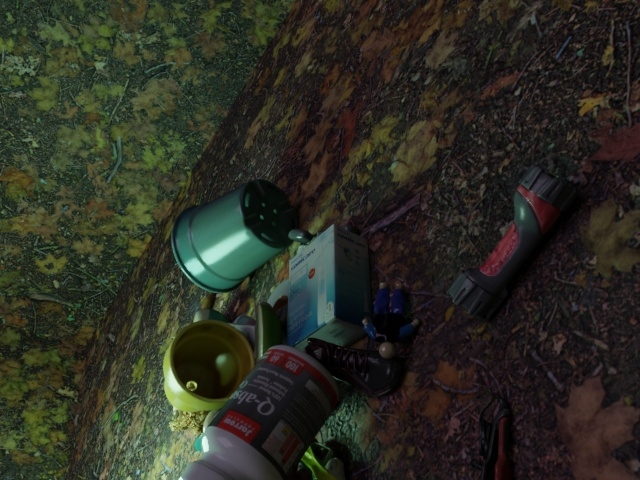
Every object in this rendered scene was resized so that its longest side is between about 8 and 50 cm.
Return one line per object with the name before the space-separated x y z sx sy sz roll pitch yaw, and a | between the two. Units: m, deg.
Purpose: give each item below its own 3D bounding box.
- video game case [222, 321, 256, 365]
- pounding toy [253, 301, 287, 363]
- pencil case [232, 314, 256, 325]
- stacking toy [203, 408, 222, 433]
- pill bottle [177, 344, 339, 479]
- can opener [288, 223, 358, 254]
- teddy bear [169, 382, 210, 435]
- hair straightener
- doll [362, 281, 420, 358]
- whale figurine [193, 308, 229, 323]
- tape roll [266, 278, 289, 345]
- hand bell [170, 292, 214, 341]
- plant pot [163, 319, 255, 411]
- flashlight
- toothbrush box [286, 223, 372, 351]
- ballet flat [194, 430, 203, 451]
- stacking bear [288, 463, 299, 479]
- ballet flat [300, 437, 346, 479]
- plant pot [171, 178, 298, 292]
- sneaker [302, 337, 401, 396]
video game case | -0.268 0.372 1.870 0.206 0.026 0.226 -2 90 39
pounding toy | -0.120 0.264 1.652 0.237 0.110 0.182 -171 83 -79
pencil case | -0.297 0.368 1.982 0.273 0.114 0.124 -50 44 27
stacking toy | -0.185 0.519 1.676 0.330 0.141 0.141 -24 49 43
pill bottle | -0.131 0.428 1.330 0.210 0.210 0.363 -23 22 52
can opener | 0.000 0.000 1.792 0.280 0.093 0.074 -9 60 52
teddy bear | -0.494 0.562 2.173 0.245 0.113 0.338 -56 29 21
hair straightener | 0.287 0.372 1.044 0.089 0.047 0.230 -28 45 48
doll | 0.161 0.182 1.363 0.046 0.129 0.189 80 -162 -48
whale figurine | -0.402 0.360 2.184 0.272 0.141 0.216 112 166 -57
tape roll | -0.095 0.228 1.786 0.219 0.072 0.219 -39 38 39
hand bell | -0.484 0.311 2.384 0.126 0.126 0.242 -21 40 53
plant pot | -0.353 0.397 1.781 0.239 0.254 0.253 -50 30 46
flashlight | 0.358 0.004 1.151 0.304 0.103 0.103 -56 31 16
toothbrush box | 0.021 0.140 1.601 0.216 0.126 0.295 -39 36 40
ballet flat | -0.338 0.616 1.919 0.203 0.074 0.074 -48 32 41
stacking bear | -0.163 0.613 1.400 0.176 0.164 0.289 -8 24 19
ballet flat | 0.012 0.524 1.380 0.077 0.077 0.231 -51 25 -8
plant pot | -0.278 -0.031 2.062 0.334 0.341 0.341 -28 45 39
sneaker | 0.048 0.287 1.397 0.281 0.163 0.106 -11 59 57
